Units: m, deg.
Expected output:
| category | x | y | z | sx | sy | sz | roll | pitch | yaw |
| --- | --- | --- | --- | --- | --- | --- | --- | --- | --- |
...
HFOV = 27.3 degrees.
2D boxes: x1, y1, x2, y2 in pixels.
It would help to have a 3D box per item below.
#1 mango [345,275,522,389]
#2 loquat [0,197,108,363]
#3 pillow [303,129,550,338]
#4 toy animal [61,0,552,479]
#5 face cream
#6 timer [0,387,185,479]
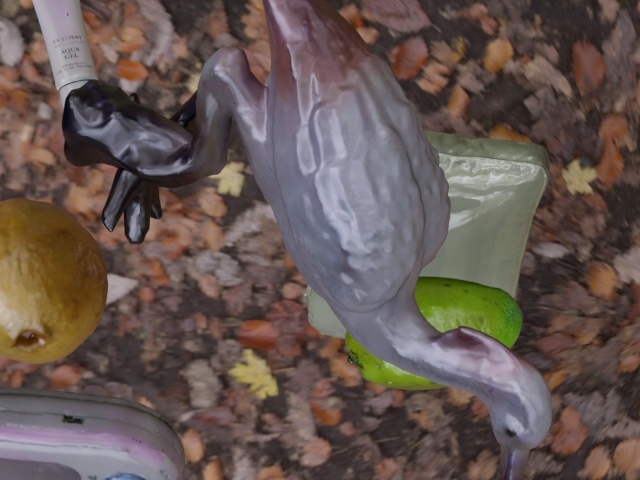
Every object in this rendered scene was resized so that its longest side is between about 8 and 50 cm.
| category | x | y | z | sx | sy | sz | roll | pitch | yaw |
| --- | --- | --- | --- | --- | --- | --- | --- | --- | --- |
| mango | 0.111 | 0.087 | 1.304 | 0.178 | 0.100 | 0.119 | -10 | 61 | 2 |
| loquat | -0.392 | 0.054 | 1.784 | 0.238 | 0.238 | 0.193 | 47 | 112 | 13 |
| pillow | 0.114 | 0.005 | 1.510 | 0.255 | 0.119 | 0.322 | 8 | 133 | 1 |
| toy animal | 0.019 | -0.006 | 0.673 | 0.324 | 0.090 | 0.195 | 37 | 132 | 7 |
| face cream | -0.170 | -0.135 | 0.875 | 0.038 | 0.020 | 0.115 | -14 | 67 | -9 |
| timer | -0.203 | 0.197 | 1.051 | 0.191 | 0.208 | 0.069 | 5 | 46 | -2 |
